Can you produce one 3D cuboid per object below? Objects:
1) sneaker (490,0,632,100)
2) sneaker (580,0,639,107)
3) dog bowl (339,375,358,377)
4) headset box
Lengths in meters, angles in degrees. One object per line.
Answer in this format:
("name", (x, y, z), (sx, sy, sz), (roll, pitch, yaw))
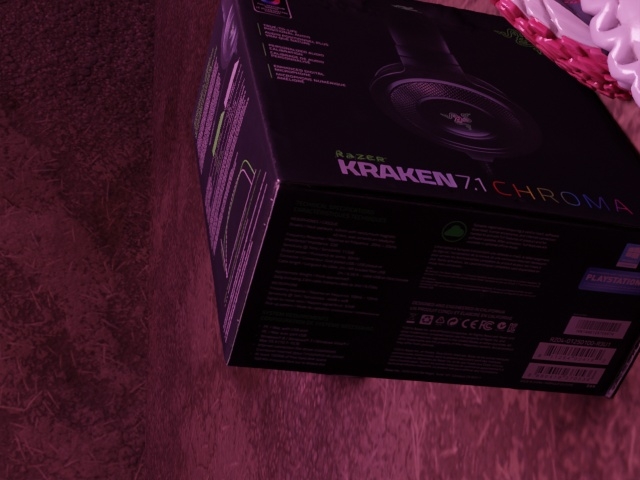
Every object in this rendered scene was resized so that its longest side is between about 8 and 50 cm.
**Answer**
("sneaker", (0.147, -0.209, 0.728), (0.112, 0.121, 0.299), (-39, 46, 22))
("sneaker", (0.199, -0.169, 0.562), (0.118, 0.110, 0.292), (-43, 42, 51))
("dog bowl", (0.000, 0.000, 1.115), (0.265, 0.104, 0.265), (-172, 90, -73))
("headset box", (0.055, -0.049, 0.721), (0.283, 0.246, 0.131), (-104, 26, -52))
